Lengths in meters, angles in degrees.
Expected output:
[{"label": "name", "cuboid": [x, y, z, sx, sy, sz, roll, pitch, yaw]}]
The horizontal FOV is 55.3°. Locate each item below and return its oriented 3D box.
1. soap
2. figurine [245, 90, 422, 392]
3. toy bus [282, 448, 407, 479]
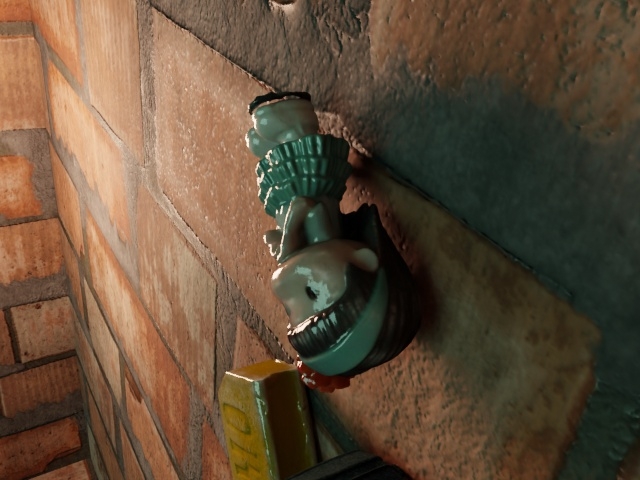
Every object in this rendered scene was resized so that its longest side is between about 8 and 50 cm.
[{"label": "soap", "cuboid": [-0.062, 0.266, 0.759, 0.140, 0.073, 0.232, -3, 98, 56]}, {"label": "figurine", "cuboid": [0.000, 0.000, 0.523, 0.138, 0.110, 0.245, 127, 128, -65]}, {"label": "toy bus", "cuboid": [0.038, 0.348, 0.561, 0.167, 0.138, 0.275, 20, 121, 58]}]
